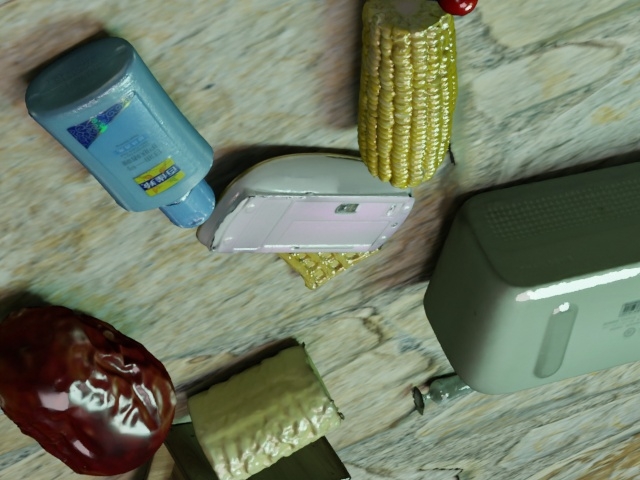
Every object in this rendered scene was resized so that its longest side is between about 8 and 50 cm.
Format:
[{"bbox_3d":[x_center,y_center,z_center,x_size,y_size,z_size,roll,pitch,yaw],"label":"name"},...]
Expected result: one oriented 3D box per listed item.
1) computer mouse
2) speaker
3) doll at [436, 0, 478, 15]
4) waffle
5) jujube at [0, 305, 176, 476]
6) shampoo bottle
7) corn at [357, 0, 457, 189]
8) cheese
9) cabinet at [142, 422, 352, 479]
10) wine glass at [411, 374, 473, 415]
[{"bbox_3d":[-0.015,-0.034,1.575,0.245,0.056,0.126,0,141,-37],"label":"computer mouse"},{"bbox_3d":[0.338,0.028,1.810,0.406,0.183,0.184,-12,142,-17],"label":"speaker"},{"bbox_3d":[0.126,-0.318,1.069,0.284,0.240,0.310,-27,162,-52],"label":"doll"},{"bbox_3d":[0.000,0.000,1.675,0.097,0.023,0.153,-32,149,8],"label":"waffle"},{"bbox_3d":[-0.249,0.153,1.603,0.155,0.155,0.230,-30,145,7],"label":"jujube"},{"bbox_3d":[-0.161,-0.084,1.380,0.104,0.061,0.258,-29,151,5],"label":"shampoo bottle"},{"bbox_3d":[0.082,-0.142,1.440,0.093,0.093,0.244,-19,150,-12],"label":"corn"},{"bbox_3d":[-0.067,0.208,1.855,0.167,0.123,0.094,-28,154,0],"label":"cheese"},{"bbox_3d":[-0.099,0.333,1.966,0.215,0.148,0.174,-6,131,-33],"label":"cabinet"},{"bbox_3d":[0.169,0.208,2.117,0.083,0.042,0.039,-16,178,-21],"label":"wine glass"}]
